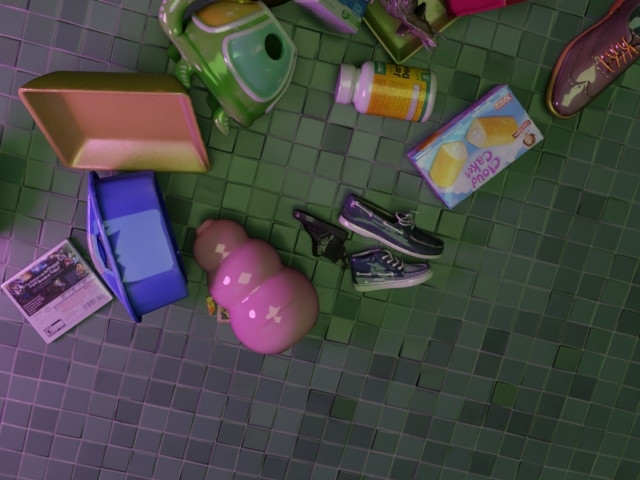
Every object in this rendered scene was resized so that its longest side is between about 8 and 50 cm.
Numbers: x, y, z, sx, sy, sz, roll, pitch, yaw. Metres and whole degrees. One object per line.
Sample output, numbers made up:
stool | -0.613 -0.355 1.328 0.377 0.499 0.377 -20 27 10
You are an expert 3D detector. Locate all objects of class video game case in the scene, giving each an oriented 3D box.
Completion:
video game case | -0.599 0.116 1.978 0.190 0.022 0.173 -35 102 4

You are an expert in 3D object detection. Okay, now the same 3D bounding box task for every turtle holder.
turtle holder | -0.193 -0.402 1.792 0.227 0.243 0.320 -36 96 5

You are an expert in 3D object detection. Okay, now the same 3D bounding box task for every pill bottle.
pill bottle | 0.141 -0.330 1.894 0.208 0.117 0.118 8 101 -5

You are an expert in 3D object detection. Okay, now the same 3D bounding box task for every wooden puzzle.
wooden puzzle | -0.207 0.161 2.021 0.116 0.014 0.079 -4 102 -4

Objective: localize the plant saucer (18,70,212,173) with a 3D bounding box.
plant saucer | -0.405 -0.250 1.786 0.332 0.333 0.081 2 68 2

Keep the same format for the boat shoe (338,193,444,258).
boat shoe | 0.170 -0.034 1.973 0.254 0.095 0.079 22 110 0

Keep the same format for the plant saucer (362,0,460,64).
plant saucer | 0.185 -0.514 1.896 0.188 0.045 0.188 -38 102 4

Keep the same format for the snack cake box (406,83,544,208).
snack cake box | 0.346 -0.212 1.949 0.264 0.089 0.152 -38 101 4

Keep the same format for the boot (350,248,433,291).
boot | 0.164 0.060 1.997 0.190 0.069 0.086 -10 112 -2

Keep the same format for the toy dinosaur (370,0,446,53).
toy dinosaur | 0.168 -0.549 1.805 0.121 0.160 0.314 -8 91 22

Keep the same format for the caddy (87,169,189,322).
caddy | -0.406 0.006 1.860 0.179 0.241 0.341 -17 102 -5

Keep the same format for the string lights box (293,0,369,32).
string lights box | 0.055 -0.578 1.796 0.133 0.076 0.260 26 82 -45

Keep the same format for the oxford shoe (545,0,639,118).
oxford shoe | 0.637 -0.421 1.905 0.130 0.133 0.364 36 97 -11

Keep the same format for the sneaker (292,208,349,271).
sneaker | -0.001 -0.001 1.982 0.170 0.051 0.089 24 97 -18

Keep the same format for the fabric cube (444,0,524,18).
fabric cube | 0.390 -0.617 1.762 0.259 0.254 0.258 -18 104 -15

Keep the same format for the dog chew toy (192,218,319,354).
dog chew toy | -0.156 0.091 1.925 0.206 0.206 0.332 -40 93 4

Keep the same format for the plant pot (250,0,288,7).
plant pot | -0.115 -0.600 1.750 0.237 0.254 0.237 -1 101 -5
